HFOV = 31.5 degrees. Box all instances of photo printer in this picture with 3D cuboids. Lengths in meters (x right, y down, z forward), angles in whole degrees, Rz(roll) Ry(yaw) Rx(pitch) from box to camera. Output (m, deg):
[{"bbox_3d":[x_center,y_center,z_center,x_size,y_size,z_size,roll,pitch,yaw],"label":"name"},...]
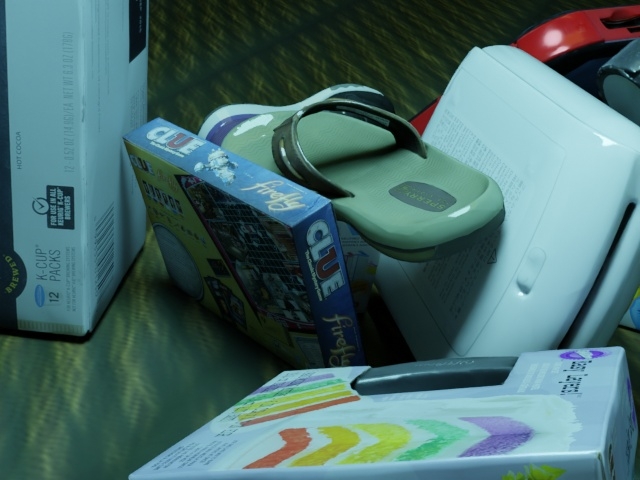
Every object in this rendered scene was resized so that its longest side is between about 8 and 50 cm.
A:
[{"bbox_3d":[0.154,-0.006,0.915,0.107,0.256,0.307,20,16,-18],"label":"photo printer"}]

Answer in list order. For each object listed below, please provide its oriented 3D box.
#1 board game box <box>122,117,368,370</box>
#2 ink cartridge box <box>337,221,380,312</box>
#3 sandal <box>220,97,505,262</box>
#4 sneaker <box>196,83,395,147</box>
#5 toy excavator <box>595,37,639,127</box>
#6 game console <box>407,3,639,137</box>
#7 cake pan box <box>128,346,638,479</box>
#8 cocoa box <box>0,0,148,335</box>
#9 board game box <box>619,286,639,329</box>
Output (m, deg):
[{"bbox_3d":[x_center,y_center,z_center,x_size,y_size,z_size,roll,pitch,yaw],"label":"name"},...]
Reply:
[{"bbox_3d":[-0.066,0.006,0.946,0.042,0.165,0.243,-32,38,-26],"label":"board game box"},{"bbox_3d":[0.000,0.000,1.031,0.092,0.143,0.090,-1,40,-14],"label":"ink cartridge box"},{"bbox_3d":[0.025,-0.068,0.888,0.120,0.086,0.303,-39,33,-22],"label":"sandal"},{"bbox_3d":[-0.003,-0.106,1.374,0.283,0.107,0.124,-16,44,-35],"label":"sneaker"},{"bbox_3d":[0.515,-0.107,1.140,0.222,0.433,0.445,-38,60,-14],"label":"toy excavator"},{"bbox_3d":[0.291,-0.185,1.415,0.387,0.060,0.342,-14,-16,-42],"label":"game console"},{"bbox_3d":[0.055,0.123,0.665,0.246,0.070,0.267,-4,4,19],"label":"cake pan box"},{"bbox_3d":[-0.283,-0.125,0.986,0.228,0.347,0.231,5,22,3],"label":"cocoa box"},{"bbox_3d":[0.319,-0.003,1.084,0.275,0.144,0.142,15,24,26],"label":"board game box"}]
